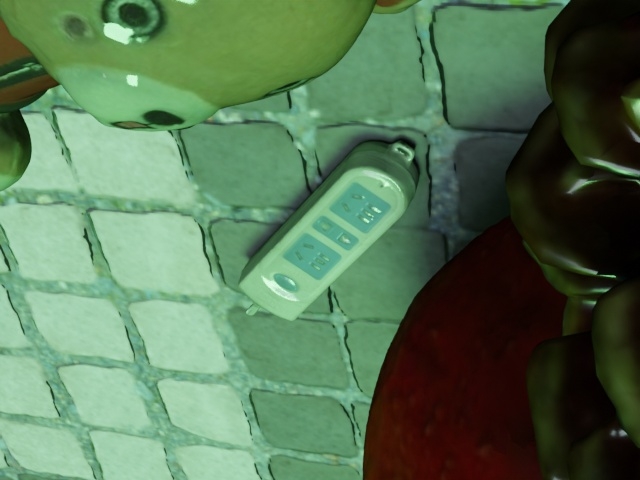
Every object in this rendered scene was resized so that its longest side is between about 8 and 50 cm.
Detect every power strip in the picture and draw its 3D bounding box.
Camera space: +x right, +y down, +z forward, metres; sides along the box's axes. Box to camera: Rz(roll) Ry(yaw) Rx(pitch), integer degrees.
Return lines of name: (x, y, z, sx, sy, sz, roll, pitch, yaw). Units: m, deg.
power strip: (0.000, 0.000, 0.785, 0.047, 0.030, 0.191, 34, 135, -11)

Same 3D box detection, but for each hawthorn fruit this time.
hawthorn fruit: (0.158, 0.097, 0.666, 0.265, 0.265, 0.307, 12, 117, 11)

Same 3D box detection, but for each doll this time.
doll: (-0.118, -0.129, 0.620, 0.329, 0.174, 0.235, -10, 158, 32)

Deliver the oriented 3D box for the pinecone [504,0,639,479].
pinecone: (0.255, 0.005, 0.406, 0.397, 0.398, 0.398, 11, 135, 11)
